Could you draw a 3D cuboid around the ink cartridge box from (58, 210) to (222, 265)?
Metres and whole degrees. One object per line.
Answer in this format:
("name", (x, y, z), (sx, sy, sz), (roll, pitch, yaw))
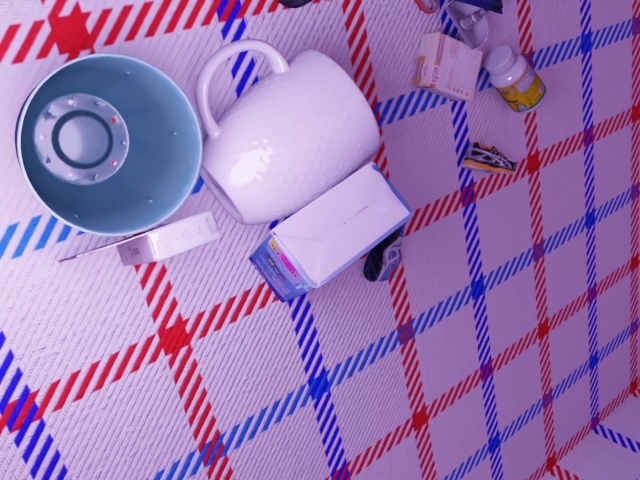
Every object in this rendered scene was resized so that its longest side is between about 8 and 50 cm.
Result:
("ink cartridge box", (-0.344, 0.018, 1.072), (0.239, 0.275, 0.060), (-24, 98, -29))

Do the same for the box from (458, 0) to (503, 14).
("box", (0.432, -0.711, 1.581), (0.225, 0.037, 0.136), (-3, 80, -37))

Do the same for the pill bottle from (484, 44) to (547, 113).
("pill bottle", (0.582, -0.485, 1.723), (0.208, 0.118, 0.117), (34, 81, -37))

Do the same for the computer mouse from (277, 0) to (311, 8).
("computer mouse", (-0.007, -0.638, 1.284), (0.272, 0.072, 0.188), (-53, 126, -14))

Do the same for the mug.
("mug", (-0.106, -0.230, 1.188), (0.328, 0.276, 0.374), (-40, 123, -13))

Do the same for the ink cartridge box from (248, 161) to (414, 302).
("ink cartridge box", (0.000, 0.000, 1.294), (0.270, 0.395, 0.151), (-35, 92, -18))

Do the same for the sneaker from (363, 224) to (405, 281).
("sneaker", (0.189, 0.017, 1.594), (0.081, 0.080, 0.211), (14, 103, -44))

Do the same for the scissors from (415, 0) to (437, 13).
("scissors", (0.227, -0.713, 1.467), (0.297, 0.021, 0.109), (36, 81, -38))

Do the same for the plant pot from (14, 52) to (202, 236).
("plant pot", (-0.392, -0.173, 1.017), (0.293, 0.235, 0.292), (-10, 107, -33))

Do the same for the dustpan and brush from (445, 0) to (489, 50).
("dustpan and brush", (0.438, -0.631, 1.610), (0.147, 0.060, 0.211), (54, 40, -10))

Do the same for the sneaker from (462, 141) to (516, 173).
("sneaker", (0.530, -0.250, 1.768), (0.215, 0.084, 0.083), (4, 94, -36))

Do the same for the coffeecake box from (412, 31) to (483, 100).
("coffeecake box", (0.353, -0.477, 1.588), (0.186, 0.068, 0.142), (7, 98, -37))
